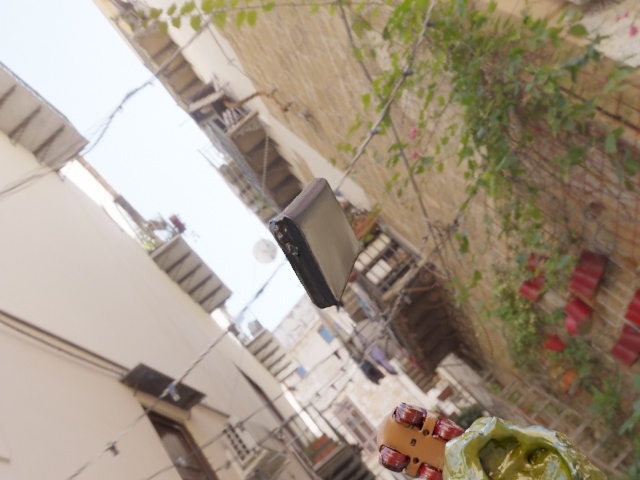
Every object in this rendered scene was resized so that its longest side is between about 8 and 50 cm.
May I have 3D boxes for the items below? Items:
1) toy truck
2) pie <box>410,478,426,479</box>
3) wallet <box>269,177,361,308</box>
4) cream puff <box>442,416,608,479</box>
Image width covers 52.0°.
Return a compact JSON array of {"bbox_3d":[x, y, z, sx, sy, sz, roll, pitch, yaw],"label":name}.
[{"bbox_3d":[0.294,0.573,1.872,0.239,0.265,0.188,44,-112,-81],"label":"toy truck"},{"bbox_3d":[0.162,0.427,1.057,0.084,0.084,0.020,-35,-32,-14],"label":"pie"},{"bbox_3d":[0.000,0.000,0.935,0.044,0.149,0.250,-25,12,18],"label":"wallet"},{"bbox_3d":[0.322,0.380,1.012,0.282,0.282,0.185,-11,-50,-38],"label":"cream puff"}]
